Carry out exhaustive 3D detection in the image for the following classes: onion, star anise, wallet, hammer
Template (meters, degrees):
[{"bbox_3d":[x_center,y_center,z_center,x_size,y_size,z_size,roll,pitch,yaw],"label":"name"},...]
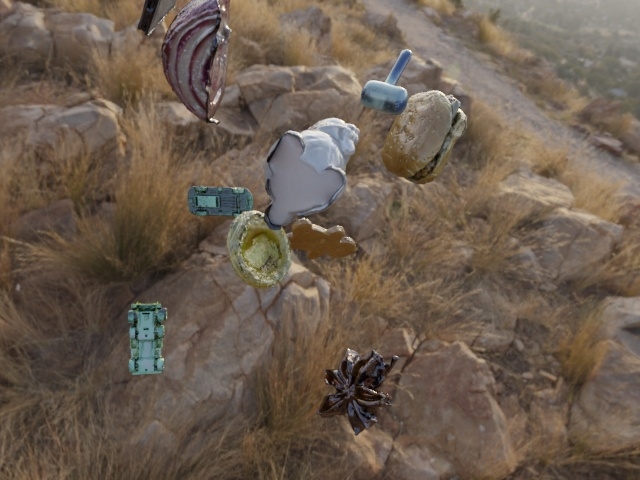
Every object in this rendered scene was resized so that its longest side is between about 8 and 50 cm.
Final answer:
[{"bbox_3d":[-0.289,-0.459,1.147,0.146,0.315,0.280,7,36,-7],"label":"onion"},{"bbox_3d":[0.094,0.371,1.163,0.220,0.125,0.190,-6,54,47],"label":"star anise"},{"bbox_3d":[-0.406,-0.650,1.248,0.036,0.167,0.222,27,45,-16],"label":"wallet"},{"bbox_3d":[0.185,-0.403,1.192,0.116,0.069,0.194,21,70,20],"label":"hammer"}]

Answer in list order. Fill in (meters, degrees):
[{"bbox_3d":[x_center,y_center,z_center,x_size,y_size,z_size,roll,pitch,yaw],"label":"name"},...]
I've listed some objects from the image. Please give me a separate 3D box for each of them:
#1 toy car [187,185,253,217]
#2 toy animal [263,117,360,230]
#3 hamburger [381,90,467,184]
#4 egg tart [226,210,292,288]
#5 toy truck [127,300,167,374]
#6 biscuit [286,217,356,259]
[{"bbox_3d":[-0.459,-0.186,2.224,0.305,0.136,0.125,1,14,2],"label":"toy car"},{"bbox_3d":[-0.018,-0.191,1.155,0.194,0.257,0.357,48,23,-13],"label":"toy animal"},{"bbox_3d":[0.312,-0.323,1.479,0.144,0.283,0.259,28,-1,-25],"label":"hamburger"},{"bbox_3d":[-0.226,0.034,1.677,0.118,0.288,0.288,-7,22,43],"label":"egg tart"},{"bbox_3d":[-0.622,0.350,1.731,0.128,0.260,0.135,0,4,-14],"label":"toy truck"},{"bbox_3d":[0.000,0.000,1.905,0.339,0.216,0.047,12,51,-33],"label":"biscuit"}]
